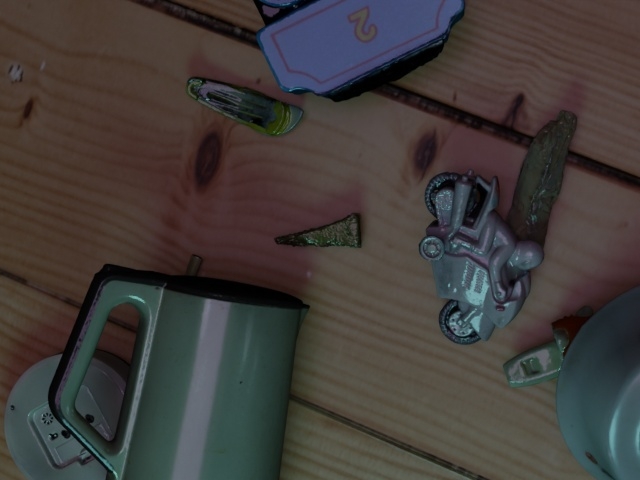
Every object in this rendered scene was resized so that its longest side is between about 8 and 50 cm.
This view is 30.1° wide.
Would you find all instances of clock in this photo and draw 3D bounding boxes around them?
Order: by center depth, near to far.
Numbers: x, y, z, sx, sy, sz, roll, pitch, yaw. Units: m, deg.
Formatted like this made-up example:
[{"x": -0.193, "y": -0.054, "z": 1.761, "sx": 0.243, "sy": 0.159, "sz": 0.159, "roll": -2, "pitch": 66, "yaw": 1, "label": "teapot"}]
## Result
[{"x": -0.380, "y": 0.288, "z": 1.874, "sx": 0.231, "sy": 0.083, "sz": 0.230, "roll": 1, "pitch": 94, "yaw": 12, "label": "clock"}]

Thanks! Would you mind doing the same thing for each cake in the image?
[{"x": 0.000, "y": 0.000, "z": 1.802, "sx": 0.140, "sy": 0.051, "sz": 0.055, "roll": -15, "pitch": 90, "yaw": 14, "label": "cake"}]

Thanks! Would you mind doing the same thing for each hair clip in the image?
[{"x": -0.120, "y": -0.207, "z": 1.830, "sx": 0.188, "sy": 0.033, "sz": 0.060, "roll": 21, "pitch": 98, "yaw": 8, "label": "hair clip"}]

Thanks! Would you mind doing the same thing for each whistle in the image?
[{"x": 0.385, "y": 0.151, "z": 1.706, "sx": 0.253, "sy": 0.105, "sz": 0.101, "roll": -21, "pitch": 47, "yaw": 12, "label": "whistle"}]

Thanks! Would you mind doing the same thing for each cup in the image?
[{"x": 0.505, "y": 0.234, "z": 1.596, "sx": 0.347, "sy": 0.163, "sz": 0.347, "roll": -1, "pitch": 107, "yaw": -2, "label": "cup"}]

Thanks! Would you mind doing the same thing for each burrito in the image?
[{"x": 0.321, "y": -0.080, "z": 1.736, "sx": 0.058, "sy": 0.063, "sz": 0.229, "roll": 6, "pitch": 103, "yaw": -28, "label": "burrito"}]

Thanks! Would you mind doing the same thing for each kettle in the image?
[{"x": -0.215, "y": 0.239, "z": 1.732, "sx": 0.361, "sy": 0.250, "sz": 0.376, "roll": 10, "pitch": 91, "yaw": -17, "label": "kettle"}]

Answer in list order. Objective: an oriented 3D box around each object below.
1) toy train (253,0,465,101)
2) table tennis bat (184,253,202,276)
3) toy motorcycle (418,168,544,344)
[{"x": 0.052, "y": -0.350, "z": 1.721, "sx": 0.300, "sy": 0.188, "sz": 0.265, "roll": -25, "pitch": 91, "yaw": 8, "label": "toy train"}, {"x": -0.220, "y": 0.097, "z": 1.869, "sx": 0.087, "sy": 0.013, "sz": 0.156, "roll": 22, "pitch": 97, "yaw": 11, "label": "table tennis bat"}, {"x": 0.239, "y": 0.024, "z": 1.722, "sx": 0.171, "sy": 0.110, "sz": 0.260, "roll": -5, "pitch": 101, "yaw": 16, "label": "toy motorcycle"}]
